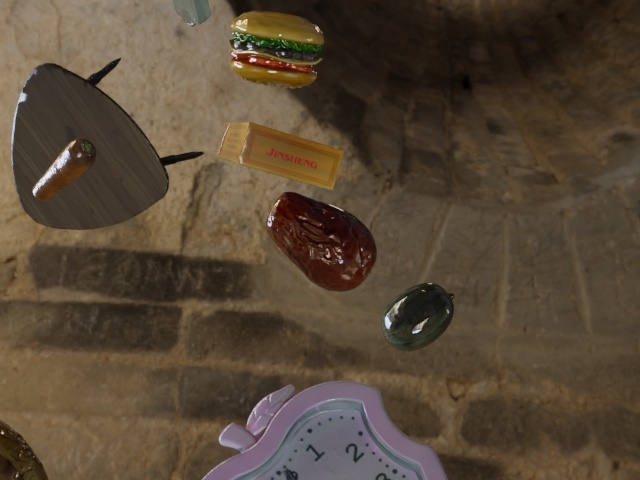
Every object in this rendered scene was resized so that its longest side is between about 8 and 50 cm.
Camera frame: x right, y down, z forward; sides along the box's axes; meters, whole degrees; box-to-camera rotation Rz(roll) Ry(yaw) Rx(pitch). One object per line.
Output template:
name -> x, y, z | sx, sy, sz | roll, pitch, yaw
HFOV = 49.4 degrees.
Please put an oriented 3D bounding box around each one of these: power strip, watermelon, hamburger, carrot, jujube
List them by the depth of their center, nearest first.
power strip -> -0.100, -0.195, 0.506 | 0.027, 0.083, 0.017 | 31, -120, 26
carrot -> -0.255, -0.070, 0.695 | 0.093, 0.032, 0.032 | -33, -176, 33
watermelon -> 0.132, 0.102, 0.939 | 0.110, 0.078, 0.078 | -39, -151, 5
hamburger -> -0.073, -0.307, 1.122 | 0.162, 0.115, 0.162 | 9, -164, -3
hamburger -> -0.554, 0.402, 1.171 | 0.308, 0.211, 0.132 | 37, -138, 20
jujube -> 0.000, 0.000, 1.524 | 0.255, 0.190, 0.190 | 30, -155, -4

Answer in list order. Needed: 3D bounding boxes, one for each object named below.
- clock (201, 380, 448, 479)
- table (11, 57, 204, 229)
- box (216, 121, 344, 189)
clock -> -0.001, 0.347, 0.847 | 0.338, 0.102, 0.339 | -2, -120, 4
table -> -0.423, -0.184, 1.373 | 0.317, 0.317, 0.249 | 10, -156, 10
box -> -0.084, -0.160, 1.279 | 0.174, 0.076, 0.274 | 16, -175, -18
